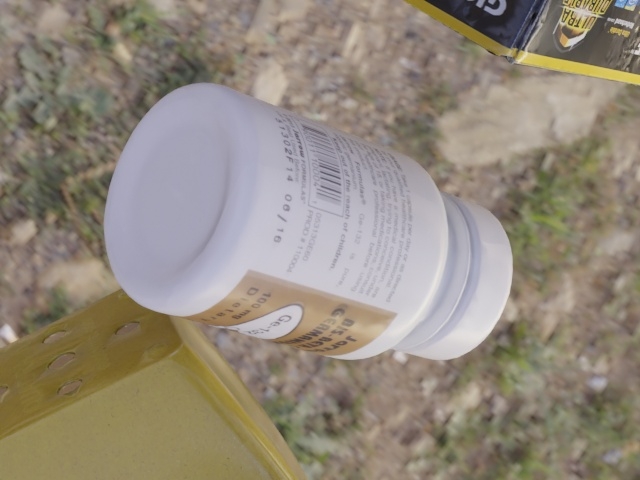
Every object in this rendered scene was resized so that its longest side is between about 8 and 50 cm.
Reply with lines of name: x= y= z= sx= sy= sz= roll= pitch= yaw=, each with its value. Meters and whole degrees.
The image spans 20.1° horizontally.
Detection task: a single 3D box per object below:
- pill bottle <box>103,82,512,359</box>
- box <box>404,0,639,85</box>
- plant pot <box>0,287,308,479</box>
pill bottle: x=0.000 y=0.000 z=1.058 sx=0.229 sy=0.131 sz=0.131 roll=18 pitch=98 yaw=-40
box: x=0.053 y=-0.201 z=1.075 sx=0.257 sy=0.322 sz=0.079 roll=0 pitch=120 yaw=-62
plant pot: x=-0.121 y=0.150 z=1.126 sx=0.212 sy=0.212 sz=0.187 roll=-26 pitch=111 yaw=-6
